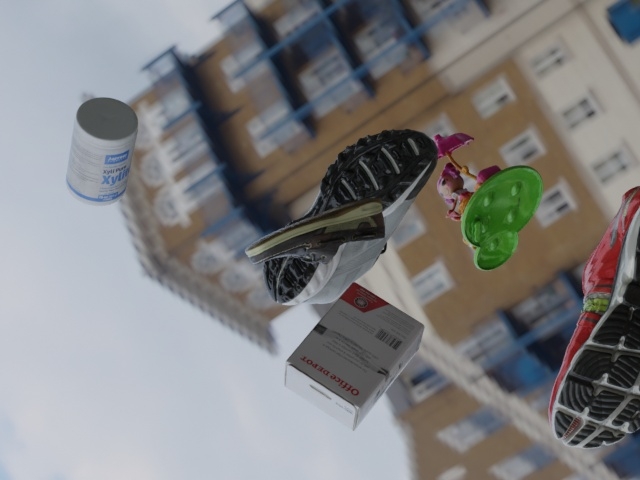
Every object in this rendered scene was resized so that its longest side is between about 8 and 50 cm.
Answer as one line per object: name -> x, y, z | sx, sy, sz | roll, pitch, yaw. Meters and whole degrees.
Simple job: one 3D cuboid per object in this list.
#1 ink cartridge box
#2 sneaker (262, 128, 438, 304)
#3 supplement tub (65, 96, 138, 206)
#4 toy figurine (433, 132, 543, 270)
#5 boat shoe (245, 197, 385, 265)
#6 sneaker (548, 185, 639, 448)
ink cartridge box -> 0.036, 0.128, 1.704 | 0.099, 0.135, 0.056 | 32, 148, 16
sneaker -> 0.046, -0.026, 1.816 | 0.108, 0.271, 0.100 | 13, -142, -46
supplement tub -> -0.240, -0.096, 1.688 | 0.071, 0.107, 0.071 | 8, -132, -9
toy figurine -> 0.199, -0.070, 2.081 | 0.159, 0.130, 0.173 | 48, 149, 40
boat shoe -> 0.000, 0.000, 1.523 | 0.056, 0.152, 0.049 | -8, 102, 69
sneaker -> 0.297, 0.073, 1.521 | 0.107, 0.279, 0.118 | 24, 179, -17
